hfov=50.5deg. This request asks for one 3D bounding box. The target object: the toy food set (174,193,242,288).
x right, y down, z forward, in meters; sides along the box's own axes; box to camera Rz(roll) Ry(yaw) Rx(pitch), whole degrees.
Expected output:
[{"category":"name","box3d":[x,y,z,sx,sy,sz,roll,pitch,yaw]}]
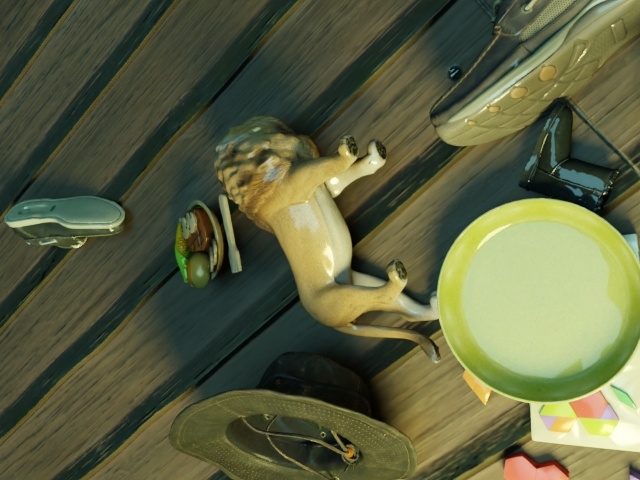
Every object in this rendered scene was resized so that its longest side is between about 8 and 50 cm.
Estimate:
[{"category":"toy food set","box3d":[-0.183,0.005,1.007,0.192,0.039,0.132,-20,81,57]}]

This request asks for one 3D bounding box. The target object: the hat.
[{"category":"hat","box3d":[-0.033,0.231,0.917,0.332,0.331,0.133,-14,46,27]}]

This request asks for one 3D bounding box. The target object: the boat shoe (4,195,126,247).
[{"category":"boat shoe","box3d":[-0.431,-0.027,1.177,0.233,0.084,0.079,0,130,20]}]

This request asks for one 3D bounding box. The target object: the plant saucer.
[{"category":"plant saucer","box3d":[0.259,0.071,0.809,0.241,0.037,0.240,-2,86,31]}]

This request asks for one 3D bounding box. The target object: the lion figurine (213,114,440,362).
[{"category":"lion figurine","box3d":[0.000,0.000,0.913,0.240,0.142,0.391,-21,86,33]}]

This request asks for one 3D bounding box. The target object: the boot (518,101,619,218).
[{"category":"boot","box3d":[0.302,-0.091,0.805,0.099,0.045,0.121,29,111,26]}]

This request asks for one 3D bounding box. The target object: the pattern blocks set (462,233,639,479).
[{"category":"pattern blocks set","box3d":[0.315,0.162,0.817,0.286,0.026,0.324,-19,83,26]}]

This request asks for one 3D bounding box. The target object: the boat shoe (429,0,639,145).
[{"category":"boat shoe","box3d":[0.268,-0.250,0.786,0.355,0.132,0.130,-38,65,14]}]
